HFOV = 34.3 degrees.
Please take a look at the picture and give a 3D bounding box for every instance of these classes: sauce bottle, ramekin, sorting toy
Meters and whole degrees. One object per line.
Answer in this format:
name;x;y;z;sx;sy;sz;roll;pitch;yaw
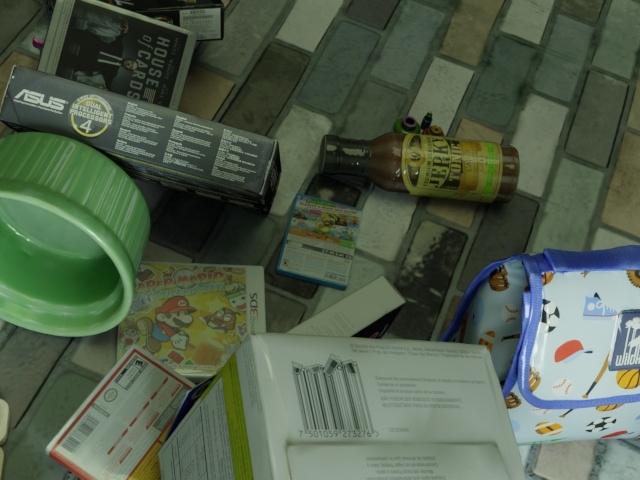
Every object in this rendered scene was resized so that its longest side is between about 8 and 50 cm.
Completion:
sauce bottle;0.171;-0.130;1.809;0.344;0.111;0.111;4;54;-8
ramekin;-0.392;-0.012;1.490;0.303;0.303;0.148;16;49;0
sorting toy;0.189;-0.209;1.912;0.102;0.042;0.061;26;53;8

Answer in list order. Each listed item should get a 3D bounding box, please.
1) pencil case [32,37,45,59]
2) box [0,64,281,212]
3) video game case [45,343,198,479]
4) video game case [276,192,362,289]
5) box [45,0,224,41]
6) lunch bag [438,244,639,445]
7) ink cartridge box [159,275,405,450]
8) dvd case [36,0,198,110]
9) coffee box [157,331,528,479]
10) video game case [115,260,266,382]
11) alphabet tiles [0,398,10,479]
pencil case;-0.384;-0.314;1.834;0.236;0.104;0.104;-4;55;-18
box;-0.261;-0.143;1.606;0.394;0.318;0.097;16;87;1
video game case;-0.207;0.297;1.450;0.285;0.025;0.204;33;54;6
video game case;0.000;0.000;1.736;0.119;0.015;0.166;14;53;-1
box;-0.347;-0.434;1.883;0.293;0.073;0.295;-4;31;-17
lunch bag;0.379;0.141;1.480;0.327;0.385;0.239;-2;54;-14
ink cartridge box;-0.048;0.187;1.455;0.370;0.176;0.069;-26;67;-36
dvd case;-0.341;-0.296;1.726;0.238;0.029;0.179;15;88;-16
coffee box;0.025;0.343;1.250;0.337;0.334;0.338;7;52;-27
video game case;-0.197;0.124;1.598;0.226;0.026;0.206;2;54;-10
alphabet tiles;-0.574;0.278;1.410;0.284;0.021;0.278;3;53;-9
